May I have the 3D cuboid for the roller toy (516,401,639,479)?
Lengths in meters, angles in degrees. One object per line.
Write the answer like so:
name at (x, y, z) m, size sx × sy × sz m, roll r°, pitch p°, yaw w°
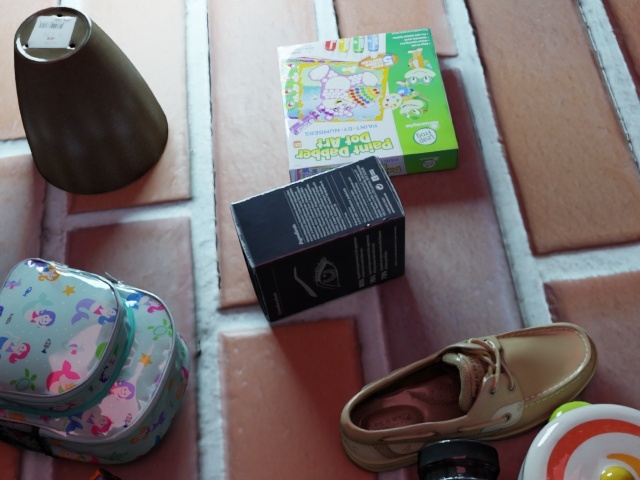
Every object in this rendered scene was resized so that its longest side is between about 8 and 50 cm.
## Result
roller toy at (0.315, 0.285, 0.968) m, size 0.209 × 0.146 × 0.191 m, roll 36°, pitch 68°, yaw 23°

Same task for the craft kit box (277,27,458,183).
craft kit box at (0.066, -0.205, 1.347) m, size 0.249 × 0.061 × 0.247 m, roll -8°, pitch 61°, yaw 0°

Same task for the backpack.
backpack at (-0.295, 0.150, 1.089) m, size 0.253 × 0.191 × 0.225 m, roll 16°, pitch 60°, yaw 8°

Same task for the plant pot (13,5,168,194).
plant pot at (-0.353, -0.220, 1.287) m, size 0.215 × 0.230 × 0.215 m, roll -2°, pitch 58°, yaw 4°

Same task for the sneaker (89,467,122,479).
sneaker at (-0.222, 0.372, 1.012) m, size 0.087 × 0.083 × 0.221 m, roll -40°, pitch 59°, yaw -2°

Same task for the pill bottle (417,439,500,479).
pill bottle at (0.155, 0.337, 0.962) m, size 0.122 × 0.123 × 0.219 m, roll -1°, pitch 56°, yaw 4°

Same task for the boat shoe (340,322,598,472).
boat shoe at (0.186, 0.179, 1.065) m, size 0.341 × 0.110 × 0.122 m, roll -23°, pitch 59°, yaw -9°

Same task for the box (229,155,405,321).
box at (0.000, 0.000, 1.167) m, size 0.207 × 0.153 × 0.108 m, roll -18°, pitch 58°, yaw -7°
